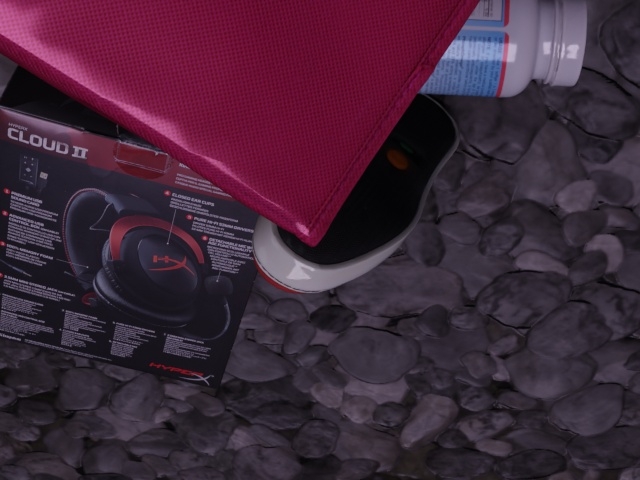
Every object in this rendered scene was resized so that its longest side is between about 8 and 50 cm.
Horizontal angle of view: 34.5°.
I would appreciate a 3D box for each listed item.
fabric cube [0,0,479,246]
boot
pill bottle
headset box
[{"bbox_3d":[-0.067,-0.192,0.472,0.258,0.254,0.259,33,94,-23],"label":"fabric cube"},{"bbox_3d":[0.000,0.000,0.772,0.088,0.244,0.176,43,129,2],"label":"boot"},{"bbox_3d":[0.100,-0.145,0.722,0.160,0.087,0.087,4,134,3],"label":"pill bottle"},{"bbox_3d":[-0.151,-0.026,0.848,0.218,0.110,0.293,14,133,-7],"label":"headset box"}]
